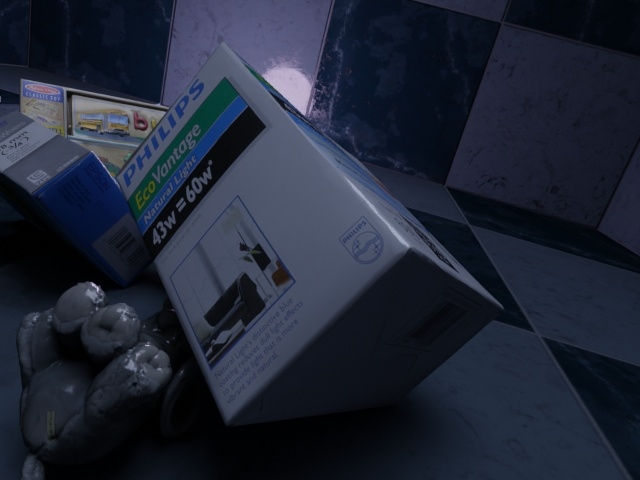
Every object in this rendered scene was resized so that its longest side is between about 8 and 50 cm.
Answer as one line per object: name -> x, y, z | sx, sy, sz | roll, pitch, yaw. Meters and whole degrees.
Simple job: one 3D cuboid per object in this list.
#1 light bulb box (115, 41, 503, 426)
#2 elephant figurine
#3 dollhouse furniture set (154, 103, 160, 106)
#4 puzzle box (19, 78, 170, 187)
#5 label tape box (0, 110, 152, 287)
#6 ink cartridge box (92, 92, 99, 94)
light bulb box -> -0.007, 0.006, 0.578 | 0.358, 0.225, 0.361 | 26, 23, -55
elephant figurine -> -0.189, 0.138, 0.497 | 0.169, 0.186, 0.239 | 60, 6, 17
dollhouse furniture set -> -0.595, -0.369, 1.731 | 0.303, 0.198, 0.286 | -20, -9, -20
puzzle box -> -0.540, -0.246, 1.160 | 0.408, 0.272, 0.052 | 0, -16, -36
label tape box -> -0.456, -0.085, 0.761 | 0.333, 0.241, 0.106 | 26, 62, 27
ink cartridge box -> -0.797, -0.409, 1.535 | 0.171, 0.168, 0.232 | -6, 28, -46
